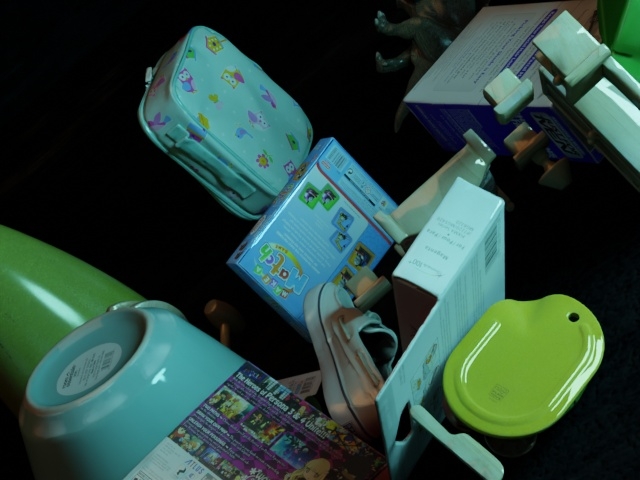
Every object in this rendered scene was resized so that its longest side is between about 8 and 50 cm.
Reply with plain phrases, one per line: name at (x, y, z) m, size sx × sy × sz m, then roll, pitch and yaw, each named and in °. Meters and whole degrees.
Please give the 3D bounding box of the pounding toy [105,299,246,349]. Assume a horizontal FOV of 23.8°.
pounding toy at (-0.218, 0.165, 2.029) m, size 0.155 × 0.154 × 0.269 m, roll -4°, pitch 46°, yaw 56°

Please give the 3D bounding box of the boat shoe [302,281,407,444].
boat shoe at (0.045, 0.124, 1.755) m, size 0.088 × 0.096 × 0.267 m, roll -34°, pitch 27°, yaw 13°

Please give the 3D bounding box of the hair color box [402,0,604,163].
hair color box at (0.271, -0.201, 1.902) m, size 0.185 × 0.110 × 0.339 m, roll -49°, pitch 23°, yaw -14°

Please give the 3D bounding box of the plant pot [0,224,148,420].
plant pot at (-0.414, 0.120, 2.241) m, size 0.275 × 0.293 × 0.275 m, roll -35°, pitch 26°, yaw 20°

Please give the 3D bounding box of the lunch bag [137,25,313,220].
lunch bag at (-0.148, -0.176, 2.310) m, size 0.108 × 0.279 × 0.224 m, roll -31°, pitch 29°, yaw 37°

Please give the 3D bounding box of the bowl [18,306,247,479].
bowl at (-0.233, 0.195, 1.809) m, size 0.311 × 0.163 × 0.311 m, roll -25°, pitch 27°, yaw 14°

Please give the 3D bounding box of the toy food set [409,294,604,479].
toy food set at (0.188, 0.148, 1.494) m, size 0.128 × 0.071 × 0.218 m, roll 31°, pitch 62°, yaw 27°

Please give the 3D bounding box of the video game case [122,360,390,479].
video game case at (-0.072, 0.259, 1.623) m, size 0.232 × 0.042 × 0.210 m, roll 30°, pitch 65°, yaw 37°

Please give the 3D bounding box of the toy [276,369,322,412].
toy at (-0.096, 0.241, 1.838) m, size 0.237 × 0.056 × 0.137 m, roll -22°, pitch 29°, yaw 33°

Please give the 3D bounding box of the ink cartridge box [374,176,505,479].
ink cartridge box at (0.105, 0.104, 1.518) m, size 0.060 × 0.275 × 0.239 m, roll 28°, pitch 68°, yaw 20°

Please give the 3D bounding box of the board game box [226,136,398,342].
board game box at (0.000, 0.000, 1.941) m, size 0.211 × 0.160 × 0.039 m, roll -53°, pitch 25°, yaw -20°

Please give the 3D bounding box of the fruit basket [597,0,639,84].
fruit basket at (0.493, -0.310, 1.620) m, size 0.392 × 0.392 × 0.283 m, roll -72°, pitch -6°, yaw -46°

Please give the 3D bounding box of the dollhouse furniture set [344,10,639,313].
dollhouse furniture set at (0.189, -0.022, 1.585) m, size 0.355 × 0.174 × 0.303 m, roll -43°, pitch -14°, yaw 1°

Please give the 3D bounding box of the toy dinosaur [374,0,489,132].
toy dinosaur at (0.167, -0.310, 2.216) m, size 0.160 × 0.121 × 0.313 m, roll 9°, pitch 65°, yaw 22°
